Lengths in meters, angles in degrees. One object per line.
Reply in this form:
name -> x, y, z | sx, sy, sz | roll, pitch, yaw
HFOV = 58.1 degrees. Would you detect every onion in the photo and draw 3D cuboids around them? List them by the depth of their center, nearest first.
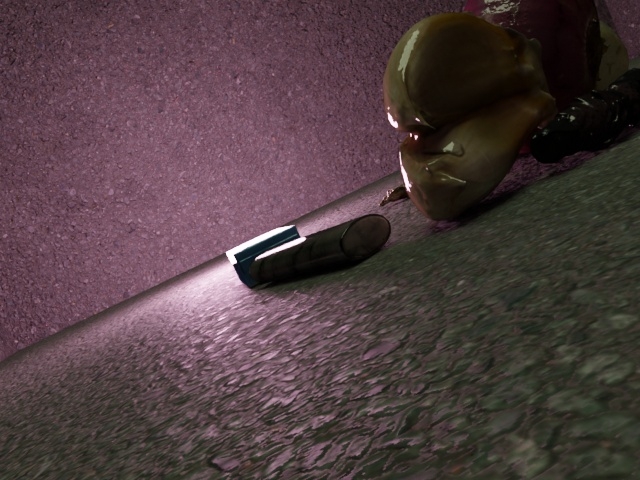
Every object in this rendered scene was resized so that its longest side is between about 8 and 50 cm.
onion -> 0.376, -0.343, 1.107 | 0.344, 0.358, 0.358 | -8, 9, 14

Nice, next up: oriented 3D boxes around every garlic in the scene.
garlic -> 0.218, -0.188, 0.895 | 0.313, 0.286, 0.249 | -37, 42, -20

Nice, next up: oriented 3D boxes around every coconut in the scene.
coconut -> 0.637, -0.439, 1.495 | 0.237, 0.237, 0.266 | -28, 20, -26

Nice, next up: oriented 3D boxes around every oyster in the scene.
oyster -> 0.232, -0.137, 1.500 | 0.146, 0.045, 0.121 | -20, -1, -28

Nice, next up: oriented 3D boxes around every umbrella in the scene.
umbrella -> 0.446, -0.198, 0.906 | 0.326, 0.090, 0.094 | -28, 10, -30

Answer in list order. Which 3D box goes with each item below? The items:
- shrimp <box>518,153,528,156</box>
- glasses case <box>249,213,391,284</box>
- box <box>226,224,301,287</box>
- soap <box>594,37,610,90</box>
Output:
shrimp -> 0.451, -0.227, 1.323 | 0.145, 0.061, 0.267 | -11, 8, 31
glasses case -> -0.010, 0.019, 1.008 | 0.114, 0.060, 0.299 | -32, 8, -35
box -> -0.122, 0.032, 1.281 | 0.142, 0.083, 0.232 | -27, 4, -12
soap -> 0.500, -0.377, 1.385 | 0.096, 0.204, 0.324 | 8, 3, -34
